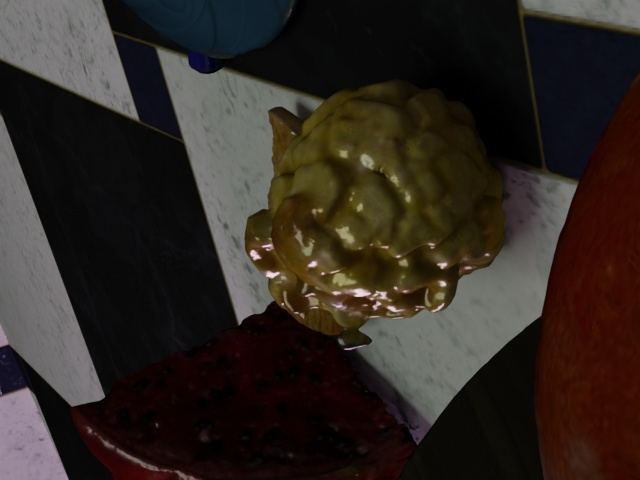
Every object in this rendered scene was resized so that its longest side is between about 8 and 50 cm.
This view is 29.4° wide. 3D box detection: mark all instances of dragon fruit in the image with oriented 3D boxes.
[{"bbox_3d":[-0.023,0.198,1.168,0.302,0.240,0.330,18,160,21],"label":"dragon fruit"}]

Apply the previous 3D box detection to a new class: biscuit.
[{"bbox_3d":[0.001,-0.001,1.025,0.144,0.033,0.224,42,148,35],"label":"biscuit"}]

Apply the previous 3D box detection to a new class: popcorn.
[{"bbox_3d":[0.036,-0.017,0.791,0.180,0.180,0.170,157,119,-66],"label":"popcorn"}]

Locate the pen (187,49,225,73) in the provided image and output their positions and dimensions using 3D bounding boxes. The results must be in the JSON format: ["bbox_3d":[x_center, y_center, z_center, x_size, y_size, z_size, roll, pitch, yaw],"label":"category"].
[{"bbox_3d":[-0.102,-0.251,0.974,0.033,0.033,0.269,43,149,36],"label":"pen"}]

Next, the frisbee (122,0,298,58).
[{"bbox_3d":[-0.131,-0.264,0.923,0.289,0.049,0.289,31,142,28],"label":"frisbee"}]

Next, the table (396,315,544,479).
[{"bbox_3d":[0.159,0.240,0.667,0.317,0.317,0.249,44,159,35],"label":"table"}]

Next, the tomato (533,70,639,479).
[{"bbox_3d":[0.223,0.052,0.334,0.325,0.290,0.293,16,131,56],"label":"tomato"}]
